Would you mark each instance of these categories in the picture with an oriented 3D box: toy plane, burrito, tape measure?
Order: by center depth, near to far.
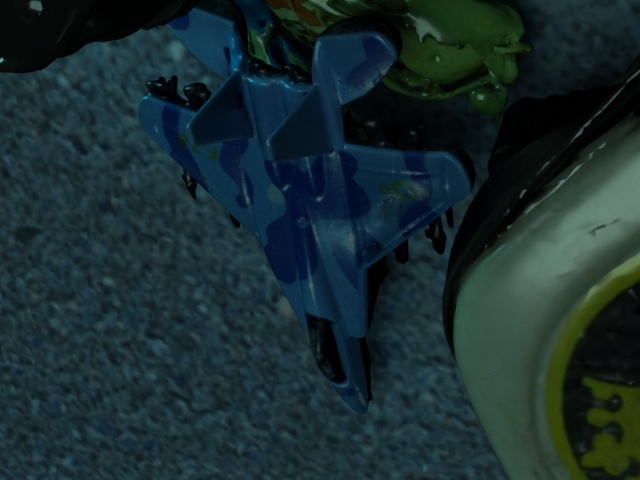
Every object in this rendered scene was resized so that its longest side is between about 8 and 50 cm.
[{"bbox_3d":[0.155,0.015,0.627,0.231,0.133,0.271,-21,110,24],"label":"tape measure"},{"bbox_3d":[-0.045,-0.121,0.691,0.288,0.054,0.104,22,152,5],"label":"burrito"},{"bbox_3d":[0.004,-0.005,0.710,0.169,0.078,0.246,12,145,27],"label":"toy plane"}]

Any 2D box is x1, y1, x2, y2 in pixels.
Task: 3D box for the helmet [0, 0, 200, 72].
[{"bbox_3d":[-0.005,-0.169,0.516,0.305,0.225,0.177,-14,99,6],"label":"helmet"}]
